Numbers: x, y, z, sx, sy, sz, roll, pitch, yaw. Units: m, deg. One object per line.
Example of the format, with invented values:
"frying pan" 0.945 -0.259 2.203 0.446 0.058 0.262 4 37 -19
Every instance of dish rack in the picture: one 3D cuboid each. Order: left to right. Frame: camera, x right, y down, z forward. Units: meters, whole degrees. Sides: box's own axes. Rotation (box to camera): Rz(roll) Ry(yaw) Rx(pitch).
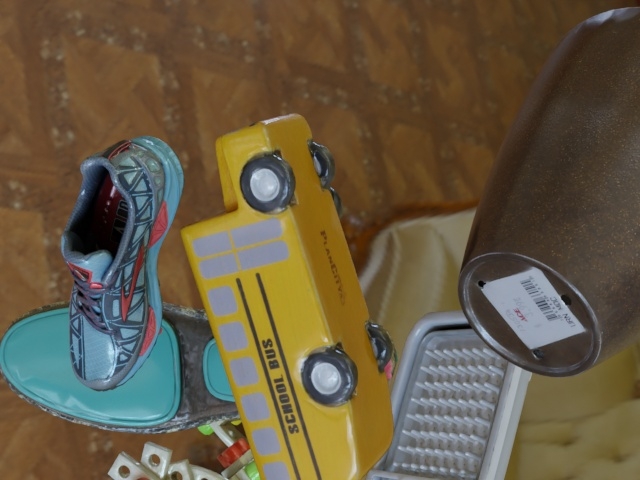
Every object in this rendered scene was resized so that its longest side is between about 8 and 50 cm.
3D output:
"dish rack" 0.185 0.261 1.779 0.072 0.285 0.333 23 74 -24

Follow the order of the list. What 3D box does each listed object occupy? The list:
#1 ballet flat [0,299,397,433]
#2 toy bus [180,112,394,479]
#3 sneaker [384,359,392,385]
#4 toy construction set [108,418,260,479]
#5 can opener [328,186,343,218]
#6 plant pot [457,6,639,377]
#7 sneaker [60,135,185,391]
"ballet flat" -0.140 0.149 1.563 0.182 0.482 0.164 10 79 -76
"toy bus" -0.029 0.059 1.176 0.108 0.130 0.333 -27 100 -65
"sneaker" 0.027 0.104 1.280 0.047 0.057 0.119 -31 98 -30
"toy construction set" -0.119 0.282 1.695 0.215 0.151 0.327 52 33 4
"can opener" 0.000 0.000 1.452 0.073 0.059 0.186 42 29 -47
"plant pot" 0.201 -0.017 0.918 0.230 0.215 0.215 -46 114 -36
"sneaker" -0.219 0.025 1.259 0.125 0.104 0.262 -12 114 -65
